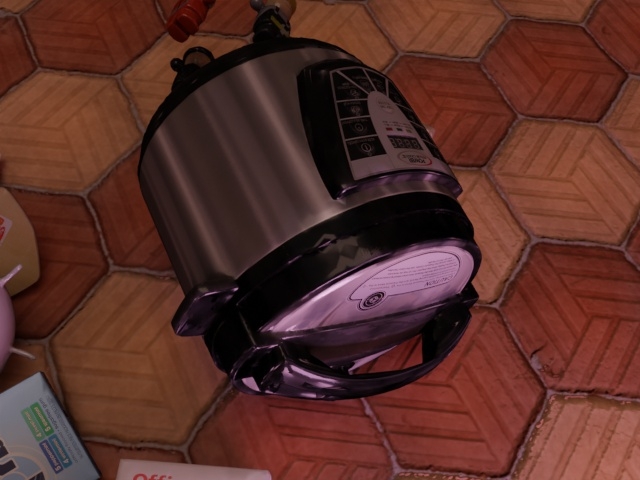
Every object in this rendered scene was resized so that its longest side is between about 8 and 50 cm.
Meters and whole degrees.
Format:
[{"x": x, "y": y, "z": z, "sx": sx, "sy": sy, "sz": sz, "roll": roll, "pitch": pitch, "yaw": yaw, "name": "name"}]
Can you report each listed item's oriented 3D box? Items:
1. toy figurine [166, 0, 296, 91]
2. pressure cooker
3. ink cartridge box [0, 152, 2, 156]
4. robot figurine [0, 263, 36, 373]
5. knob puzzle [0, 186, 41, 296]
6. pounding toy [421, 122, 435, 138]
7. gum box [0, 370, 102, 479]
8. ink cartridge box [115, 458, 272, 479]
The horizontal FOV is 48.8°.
[{"x": -0.147, "y": -0.317, "z": 1.171, "sx": 0.209, "sy": 0.213, "sz": 0.148, "roll": 7, "pitch": 45, "yaw": 0, "name": "toy figurine"}, {"x": -0.001, "y": 0.003, "z": 0.907, "sx": 0.369, "sy": 0.375, "sz": 0.421, "roll": -28, "pitch": 64, "yaw": 0, "name": "pressure cooker"}, {"x": -0.576, "y": -0.056, "z": 1.095, "sx": 0.145, "sy": 0.045, "sz": 0.179, "roll": -4, "pitch": 50, "yaw": -5, "name": "ink cartridge box"}, {"x": -0.551, "y": 0.122, "z": 0.892, "sx": 0.353, "sy": 0.200, "sz": 0.300, "roll": -10, "pitch": 101, "yaw": -8, "name": "robot figurine"}, {"x": -0.495, "y": 0.008, "z": 1.019, "sx": 0.213, "sy": 0.030, "sz": 0.213, "roll": -1, "pitch": 98, "yaw": -6, "name": "knob puzzle"}, {"x": 0.063, "y": -0.222, "z": 1.158, "sx": 0.269, "sy": 0.154, "sz": 0.155, "roll": 26, "pitch": 62, "yaw": 11, "name": "pounding toy"}, {"x": -0.394, "y": 0.278, "z": 0.874, "sx": 0.184, "sy": 0.041, "sz": 0.157, "roll": -30, "pitch": 86, "yaw": -18, "name": "gum box"}, {"x": -0.148, "y": 0.381, "z": 0.781, "sx": 0.171, "sy": 0.168, "sz": 0.233, "roll": 6, "pitch": 59, "yaw": -1, "name": "ink cartridge box"}]
